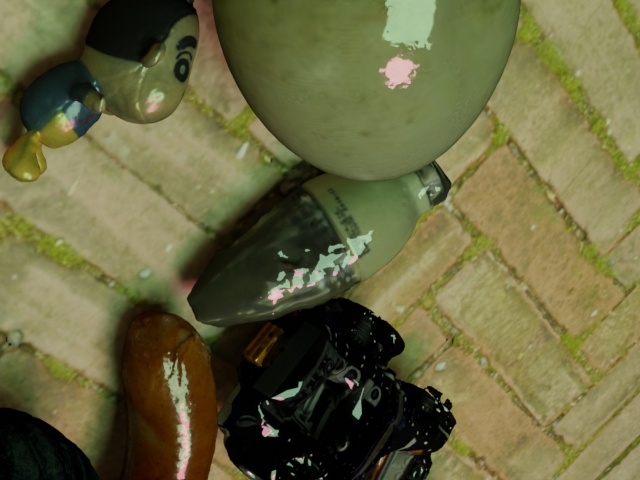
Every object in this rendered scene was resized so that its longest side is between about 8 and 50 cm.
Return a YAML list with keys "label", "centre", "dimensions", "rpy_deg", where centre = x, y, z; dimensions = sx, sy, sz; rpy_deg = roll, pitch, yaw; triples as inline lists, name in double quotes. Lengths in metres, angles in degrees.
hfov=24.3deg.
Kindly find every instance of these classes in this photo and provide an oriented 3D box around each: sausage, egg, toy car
- label: "sausage"
  centre: [-0.148, 0.202, 1.271]
  dimensions: [0.103, 0.076, 0.302]
  rpy_deg: [12, 108, -20]
- label: "egg"
  centre: [0.033, -0.159, 1.070]
  dimensions: [0.218, 0.218, 0.295]
  rpy_deg: [-27, 143, -20]
- label: "toy car"
  centre: [0.013, 0.170, 1.376]
  dimensions: [0.193, 0.118, 0.301]
  rpy_deg: [-52, 137, -15]

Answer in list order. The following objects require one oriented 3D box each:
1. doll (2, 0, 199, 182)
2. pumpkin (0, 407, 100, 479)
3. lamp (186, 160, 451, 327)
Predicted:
- label: "doll"
  centre: [-0.150, -0.108, 1.062]
  dimensions: [0.089, 0.102, 0.179]
  rpy_deg: [42, 92, -9]
- label: "pumpkin"
  centre: [-0.257, 0.263, 1.133]
  dimensions: [0.248, 0.248, 0.248]
  rpy_deg: [-21, 132, -25]
- label: "lamp"
  centre: [0.000, 0.000, 1.255]
  dimensions: [0.250, 0.101, 0.101]
  rpy_deg: [-31, 136, -9]
